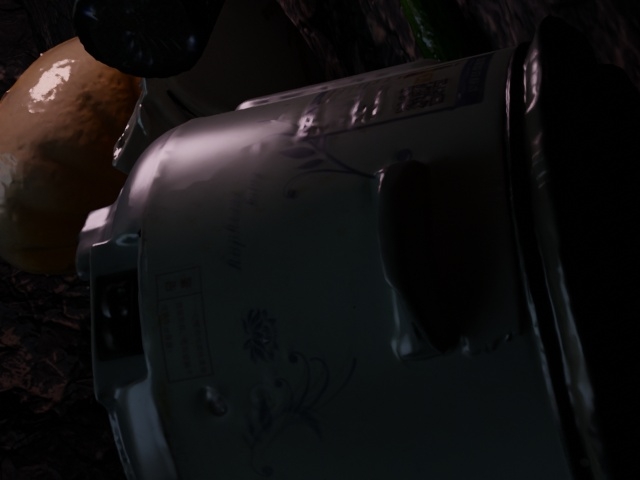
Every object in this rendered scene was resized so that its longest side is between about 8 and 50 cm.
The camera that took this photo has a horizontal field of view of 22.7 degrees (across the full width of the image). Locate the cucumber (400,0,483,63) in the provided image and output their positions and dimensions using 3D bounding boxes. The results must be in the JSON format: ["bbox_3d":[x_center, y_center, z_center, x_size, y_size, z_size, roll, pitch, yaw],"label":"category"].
[{"bbox_3d":[0.086,-0.097,0.962,0.037,0.037,0.155,108,142,-67],"label":"cucumber"}]

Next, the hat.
[{"bbox_3d":[-0.062,-0.169,1.279,0.258,0.168,0.301,-97,18,-71],"label":"hat"}]

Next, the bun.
[{"bbox_3d":[-0.247,-0.078,1.789,0.165,0.299,0.299,33,149,23],"label":"bun"}]

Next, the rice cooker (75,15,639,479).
[{"bbox_3d":[0.058,0.040,0.751,0.316,0.317,0.264,107,161,-67],"label":"rice cooker"}]

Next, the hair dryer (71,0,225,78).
[{"bbox_3d":[0.021,-0.242,0.734,0.156,0.284,0.320,44,-147,-30],"label":"hair dryer"}]
